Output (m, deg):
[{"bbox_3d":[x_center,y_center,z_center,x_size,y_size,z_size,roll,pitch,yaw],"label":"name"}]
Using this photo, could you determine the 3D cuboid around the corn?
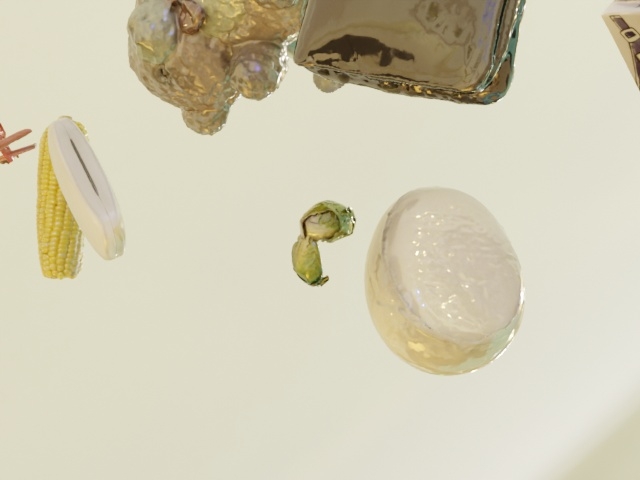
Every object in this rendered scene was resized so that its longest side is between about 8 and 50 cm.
[{"bbox_3d":[-0.316,-0.052,2.071,0.067,0.206,0.067,0,-9,0],"label":"corn"}]

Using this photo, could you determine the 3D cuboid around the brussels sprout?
[{"bbox_3d":[-0.001,0.000,1.591,0.083,0.051,0.046,-63,0,-2],"label":"brussels sprout"}]

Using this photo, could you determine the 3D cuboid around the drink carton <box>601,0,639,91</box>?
[{"bbox_3d":[0.411,-0.184,1.772,0.102,0.134,0.222,-45,-61,-24],"label":"drink carton"}]

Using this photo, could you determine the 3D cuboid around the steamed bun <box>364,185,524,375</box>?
[{"bbox_3d":[0.132,0.052,1.897,0.177,0.228,0.131,2,-34,-16],"label":"steamed bun"}]

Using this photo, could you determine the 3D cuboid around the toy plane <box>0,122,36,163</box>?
[{"bbox_3d":[-0.259,-0.082,1.225,0.126,0.077,0.194,-19,-1,32],"label":"toy plane"}]

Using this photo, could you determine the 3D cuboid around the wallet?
[{"bbox_3d":[0.099,-0.298,1.303,0.051,0.197,0.377,8,-85,-57],"label":"wallet"}]

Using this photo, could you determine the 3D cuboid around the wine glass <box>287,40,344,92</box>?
[{"bbox_3d":[-0.023,-0.284,2.491,0.066,0.066,0.198,-38,-29,9],"label":"wine glass"}]

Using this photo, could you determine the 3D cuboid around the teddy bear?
[{"bbox_3d":[-0.093,-0.236,1.631,0.267,0.236,0.151,-32,-19,35],"label":"teddy bear"}]

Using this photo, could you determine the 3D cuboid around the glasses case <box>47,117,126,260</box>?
[{"bbox_3d":[-0.225,-0.050,1.619,0.041,0.164,0.063,-17,-37,-18],"label":"glasses case"}]
